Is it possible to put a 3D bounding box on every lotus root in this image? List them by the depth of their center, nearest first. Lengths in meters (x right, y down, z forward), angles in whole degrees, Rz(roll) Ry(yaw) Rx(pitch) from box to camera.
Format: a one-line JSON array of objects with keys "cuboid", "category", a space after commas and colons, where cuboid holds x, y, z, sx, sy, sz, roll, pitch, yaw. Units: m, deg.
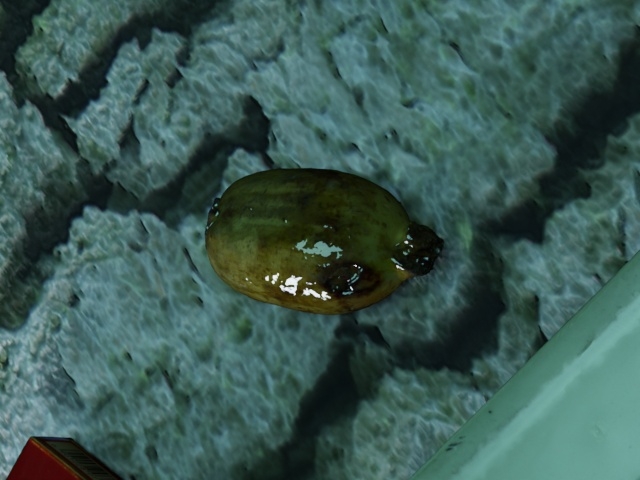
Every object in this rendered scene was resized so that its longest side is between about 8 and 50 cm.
[{"cuboid": [0.000, 0.000, 1.416, 0.260, 0.128, 0.145, 6, 75, 26], "category": "lotus root"}]

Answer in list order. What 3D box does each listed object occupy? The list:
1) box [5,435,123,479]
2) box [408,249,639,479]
[{"cuboid": [-0.226, 0.372, 1.488, 0.313, 0.089, 0.197, 33, 95, 27], "category": "box"}, {"cuboid": [0.274, 0.160, 1.134, 0.352, 0.344, 0.177, -46, 63, 13], "category": "box"}]
